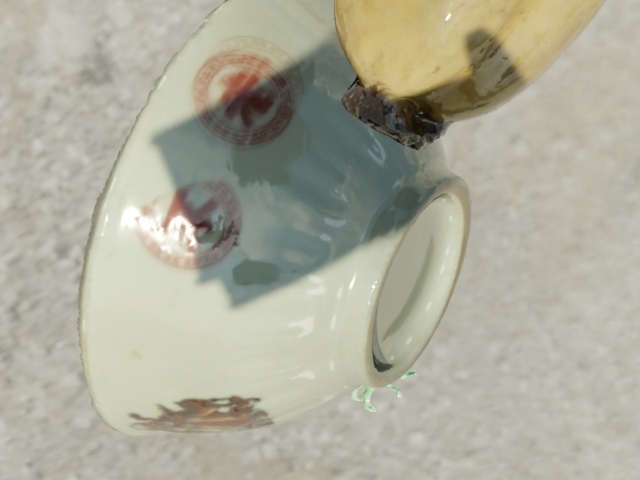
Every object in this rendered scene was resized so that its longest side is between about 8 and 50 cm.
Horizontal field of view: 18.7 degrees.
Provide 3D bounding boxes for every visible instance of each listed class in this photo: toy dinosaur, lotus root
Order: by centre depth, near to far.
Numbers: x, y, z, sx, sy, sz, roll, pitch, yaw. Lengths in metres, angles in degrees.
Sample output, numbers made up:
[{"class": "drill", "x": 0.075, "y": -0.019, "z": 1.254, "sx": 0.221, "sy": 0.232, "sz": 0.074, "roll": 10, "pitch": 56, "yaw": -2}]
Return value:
[{"class": "lotus root", "x": 0.088, "y": -0.172, "z": 1.005, "sx": 0.154, "sy": 0.140, "sz": 0.257, "roll": 26, "pitch": 103, "yaw": -19}, {"class": "toy dinosaur", "x": 0.035, "y": 0.099, "z": 1.508, "sx": 0.021, "sy": 0.083, "sz": 0.062, "roll": -42, "pitch": 143, "yaw": -67}]

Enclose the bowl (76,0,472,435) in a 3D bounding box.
[{"class": "bowl", "x": 0.000, "y": 0.000, "z": 1.283, "sx": 0.158, "sy": 0.337, "sz": 0.337, "roll": 22, "pitch": 57, "yaw": 22}]
